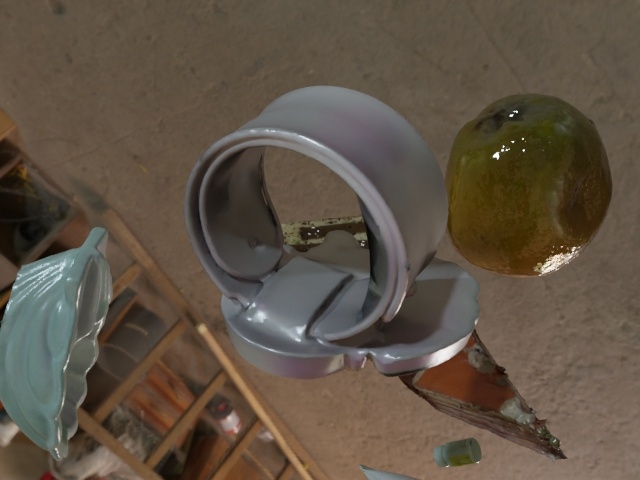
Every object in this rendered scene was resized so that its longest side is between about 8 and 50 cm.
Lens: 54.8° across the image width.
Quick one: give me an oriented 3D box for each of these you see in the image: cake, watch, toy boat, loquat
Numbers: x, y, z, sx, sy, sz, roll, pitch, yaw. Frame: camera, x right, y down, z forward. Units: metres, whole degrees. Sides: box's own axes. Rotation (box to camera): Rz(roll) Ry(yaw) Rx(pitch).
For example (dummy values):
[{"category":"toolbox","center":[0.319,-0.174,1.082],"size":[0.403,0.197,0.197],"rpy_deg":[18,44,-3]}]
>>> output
[{"category":"cake","center":[0.221,0.195,0.824],"size":[0.287,0.135,0.098],"rpy_deg":[24,147,59]},{"category":"watch","center":[0.024,-0.011,0.539],"size":[0.244,0.196,0.231],"rpy_deg":[14,124,21]},{"category":"toy boat","center":[-0.306,0.119,0.712],"size":[0.100,0.199,0.290],"rpy_deg":[14,120,-14]},{"category":"loquat","center":[0.322,-0.087,1.008],"size":[0.275,0.276,0.284],"rpy_deg":[-6,123,30]},{"category":"cake","center":[0.006,-0.006,1.479],"size":[0.246,0.112,0.135],"rpy_deg":[-23,142,30]}]

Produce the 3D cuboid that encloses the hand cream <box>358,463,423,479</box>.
[{"category":"hand cream","center":[0.195,0.369,0.726],"size":[0.185,0.118,0.358],"rpy_deg":[25,176,-26]}]

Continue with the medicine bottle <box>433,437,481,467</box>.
[{"category":"medicine bottle","center":[0.264,0.411,1.192],"size":[0.083,0.047,0.047],"rpy_deg":[-25,115,32]}]
